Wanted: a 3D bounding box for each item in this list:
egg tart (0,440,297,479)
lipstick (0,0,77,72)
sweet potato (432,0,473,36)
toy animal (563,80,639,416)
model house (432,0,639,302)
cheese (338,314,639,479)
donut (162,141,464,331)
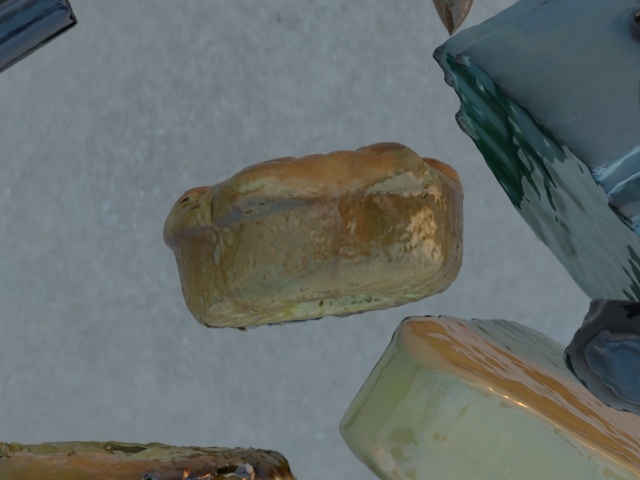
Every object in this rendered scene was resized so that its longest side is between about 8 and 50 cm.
[{"bbox_3d":[-0.113,0.189,1.080,0.341,0.341,0.129,1,86,-10],"label":"egg tart"},{"bbox_3d":[-0.414,-0.123,1.600,0.418,0.077,0.077,-31,126,-1],"label":"lipstick"},{"bbox_3d":[0.147,-0.330,1.939,0.068,0.060,0.206,9,87,7],"label":"sweet potato"},{"bbox_3d":[0.178,0.095,0.534,0.106,0.343,0.168,-3,137,-43],"label":"toy animal"},{"bbox_3d":[0.313,-0.113,1.378,0.329,0.295,0.252,-36,135,-3],"label":"model house"},{"bbox_3d":[0.213,0.191,1.271,0.384,0.384,0.104,29,101,-27],"label":"cheese"},{"bbox_3d":[0.000,0.000,1.868,0.317,0.150,0.299,-18,167,38],"label":"donut"}]
